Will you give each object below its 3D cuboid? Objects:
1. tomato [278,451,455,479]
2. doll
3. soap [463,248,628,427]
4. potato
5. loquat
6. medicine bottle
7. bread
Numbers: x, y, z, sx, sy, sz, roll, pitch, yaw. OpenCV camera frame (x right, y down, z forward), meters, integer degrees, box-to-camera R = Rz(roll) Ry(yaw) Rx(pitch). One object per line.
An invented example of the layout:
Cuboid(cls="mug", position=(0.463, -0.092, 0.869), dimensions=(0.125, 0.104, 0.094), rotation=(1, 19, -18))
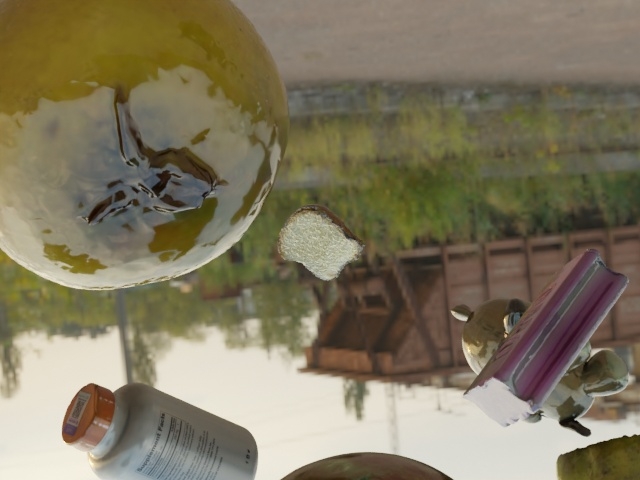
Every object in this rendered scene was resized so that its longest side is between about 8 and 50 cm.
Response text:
Cuboid(cls="tomato", position=(0.044, 0.297, 0.947), dimensions=(0.270, 0.222, 0.270), rotation=(-2, -164, 1))
Cuboid(cls="doll", position=(0.347, 0.195, 1.799), dimensions=(0.235, 0.174, 0.330), rotation=(32, -178, -18))
Cuboid(cls="soap", position=(0.257, 0.114, 1.277), dimensions=(0.203, 0.065, 0.122), rotation=(-48, 176, -24))
Cuboid(cls="potato", position=(0.460, 0.373, 1.609), dimensions=(0.272, 0.160, 0.111), rotation=(-24, -157, 43))
Cuboid(cls="loquat", position=(-0.203, -0.120, 1.087), dimensions=(0.328, 0.328, 0.359), rotation=(-5, -150, -24))
Cuboid(cls="medicine bottle", position=(-0.248, 0.314, 1.705), dimensions=(0.289, 0.157, 0.157), rotation=(30, 159, -31))
Cuboid(cls="bread", position=(0.000, 0.000, 1.774), dimensions=(0.129, 0.126, 0.044), rotation=(-50, -174, 39))
